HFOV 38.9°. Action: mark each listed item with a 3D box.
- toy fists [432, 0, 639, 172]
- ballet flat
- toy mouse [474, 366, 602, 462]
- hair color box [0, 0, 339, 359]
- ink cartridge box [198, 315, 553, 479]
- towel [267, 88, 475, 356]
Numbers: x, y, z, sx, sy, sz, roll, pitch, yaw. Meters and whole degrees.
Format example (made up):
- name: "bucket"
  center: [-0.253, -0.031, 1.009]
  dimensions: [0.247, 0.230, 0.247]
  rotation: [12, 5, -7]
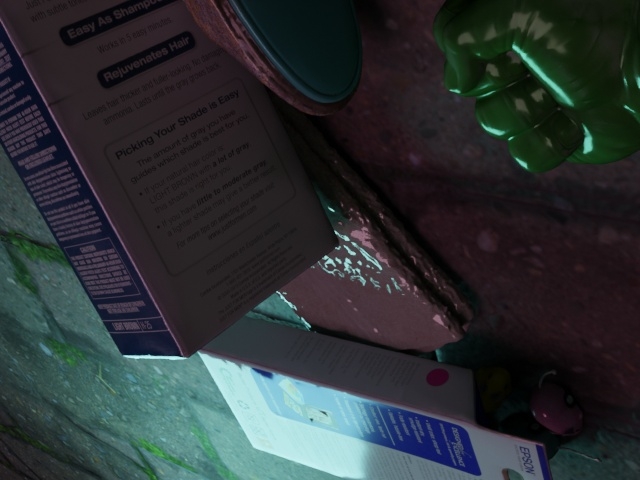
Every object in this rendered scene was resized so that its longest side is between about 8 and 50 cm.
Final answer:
- name: "toy fists"
  center: [0.110, -0.156, 0.488]
  dimensions: [0.142, 0.096, 0.279]
  rotation: [5, 134, 43]
- name: "ballet flat"
  center: [-0.077, -0.222, 0.604]
  dimensions: [0.106, 0.107, 0.316]
  rotation: [-3, 119, 58]
- name: "toy mouse"
  center: [0.199, 0.172, 0.843]
  dimensions: [0.143, 0.031, 0.161]
  rotation: [39, 147, 1]
- name: "hair color box"
  center: [-0.142, -0.102, 0.676]
  dimensions: [0.105, 0.174, 0.347]
  rotation: [-8, 112, 50]
- name: "ink cartridge box"
  center: [0.061, 0.178, 0.874]
  dimensions: [0.371, 0.069, 0.176]
  rotation: [12, 139, 35]
- name: "towel"
  center: [0.000, 0.000, 0.826]
  dimensions: [0.282, 0.049, 0.187]
  rotation: [49, 145, -11]
